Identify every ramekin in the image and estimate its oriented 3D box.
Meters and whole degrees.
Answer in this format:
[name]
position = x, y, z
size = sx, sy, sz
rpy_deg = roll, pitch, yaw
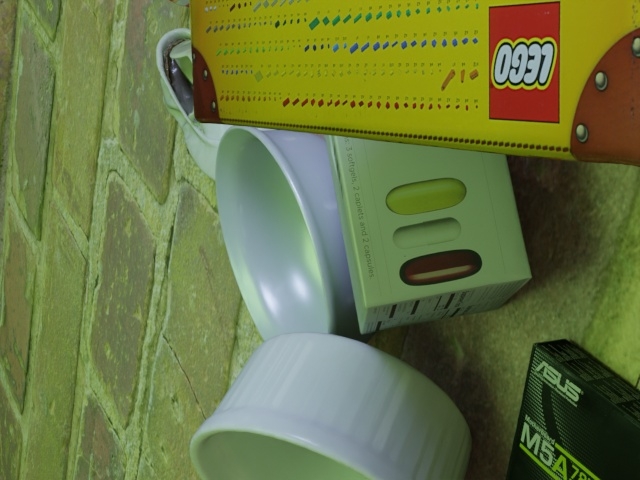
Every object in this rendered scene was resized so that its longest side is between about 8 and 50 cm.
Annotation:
[ramekin]
position = 0.019, 0.214, 1.246
size = 0.277, 0.277, 0.135
rpy_deg = -41, 18, 57

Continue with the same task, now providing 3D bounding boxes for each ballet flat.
[ballet flat]
position = -0.131, -0.178, 1.592
size = 0.400, 0.139, 0.139
rpy_deg = -134, 46, -54

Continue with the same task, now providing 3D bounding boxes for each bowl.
[bowl]
position = 0.000, 0.000, 1.359
size = 0.298, 0.134, 0.298
rpy_deg = 50, 149, 44

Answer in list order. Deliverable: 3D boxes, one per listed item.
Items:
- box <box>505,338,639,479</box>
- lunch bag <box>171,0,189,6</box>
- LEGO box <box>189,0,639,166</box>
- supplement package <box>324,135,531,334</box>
[box]
position = 0.238, 0.209, 1.061
size = 0.190, 0.045, 0.184
rpy_deg = 41, 132, 52
[lunch bag]
position = -0.108, -0.412, 1.397
size = 0.120, 0.258, 0.293
rpy_deg = -17, 79, 62
[LEGO box]
position = 0.179, -0.162, 0.762
size = 0.500, 0.372, 0.193
rpy_deg = 15, 108, 62
[supplement package]
position = 0.085, -0.064, 1.128
size = 0.204, 0.145, 0.262
rpy_deg = 88, 171, -80
